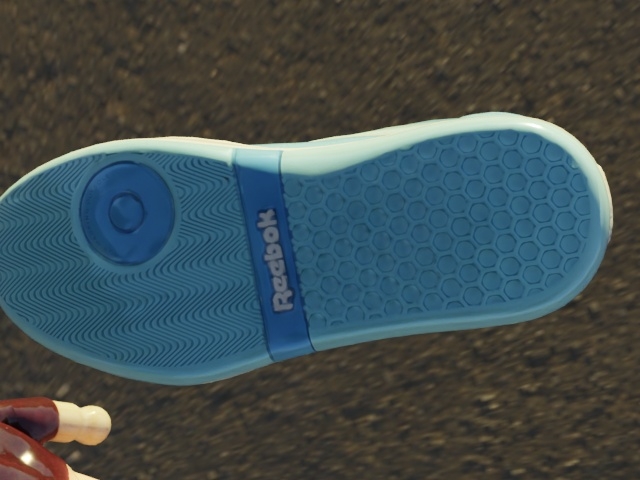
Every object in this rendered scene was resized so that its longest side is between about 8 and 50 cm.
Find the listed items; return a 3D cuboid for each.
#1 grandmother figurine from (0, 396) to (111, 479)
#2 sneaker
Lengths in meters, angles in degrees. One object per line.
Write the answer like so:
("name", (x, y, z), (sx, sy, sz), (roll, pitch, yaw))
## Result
("grandmother figurine", (-0.189, 0.184, 1.285), (0.342, 0.208, 0.104), (35, 115, -22))
("sneaker", (0.000, 0.000, 1.029), (0.319, 0.208, 0.127), (-2, 93, 13))
